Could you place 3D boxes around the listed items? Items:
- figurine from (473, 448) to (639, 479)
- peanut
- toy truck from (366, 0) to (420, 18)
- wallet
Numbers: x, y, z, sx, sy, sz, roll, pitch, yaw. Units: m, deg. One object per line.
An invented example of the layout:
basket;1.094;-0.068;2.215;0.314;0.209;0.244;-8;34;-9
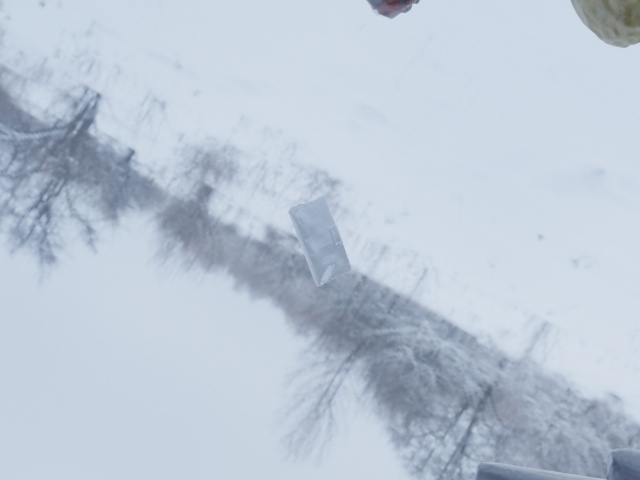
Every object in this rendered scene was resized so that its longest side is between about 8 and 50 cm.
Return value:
figurine;0.251;0.187;0.442;0.378;0.361;0.266;20;-160;6
peanut;0.439;-0.357;1.148;0.233;0.196;0.110;-11;-171;-5
toy truck;0.056;-0.295;0.717;0.135;0.114;0.270;39;-149;-25
wallet;0.000;0.000;0.866;0.011;0.044;0.083;-3;109;65
